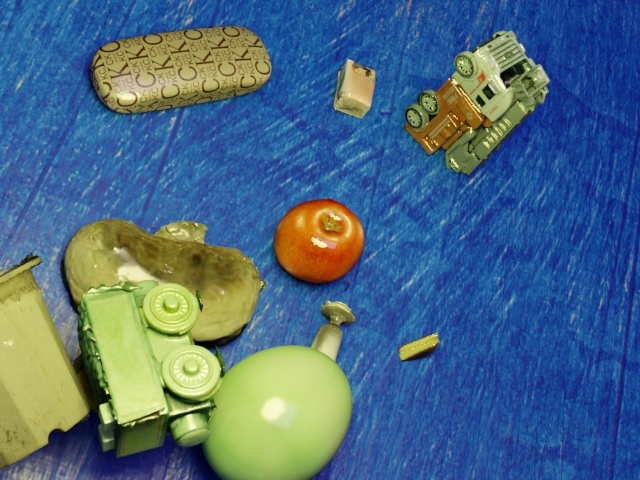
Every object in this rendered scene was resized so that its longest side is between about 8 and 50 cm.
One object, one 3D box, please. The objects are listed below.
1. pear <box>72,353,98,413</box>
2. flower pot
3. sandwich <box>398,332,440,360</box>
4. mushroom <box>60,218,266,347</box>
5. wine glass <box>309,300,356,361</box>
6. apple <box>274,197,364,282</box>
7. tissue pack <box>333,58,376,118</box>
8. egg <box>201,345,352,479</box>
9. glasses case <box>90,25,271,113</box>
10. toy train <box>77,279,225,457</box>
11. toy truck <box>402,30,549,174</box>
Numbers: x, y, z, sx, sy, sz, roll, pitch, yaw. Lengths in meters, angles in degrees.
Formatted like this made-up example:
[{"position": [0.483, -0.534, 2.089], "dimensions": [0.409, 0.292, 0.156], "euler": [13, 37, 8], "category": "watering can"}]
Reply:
[{"position": [-0.336, 0.224, 1.711], "dimensions": [0.131, 0.107, 0.107], "euler": [27, 56, -33], "category": "pear"}, {"position": [-0.483, 0.188, 1.582], "dimensions": [0.290, 0.290, 0.259], "euler": [-33, 98, -33], "category": "flower pot"}, {"position": [0.188, 0.201, 2.007], "dimensions": [0.083, 0.044, 0.031], "euler": [-22, 67, 12], "category": "sandwich"}, {"position": [-0.255, 0.060, 1.809], "dimensions": [0.344, 0.130, 0.247], "euler": [22, 63, -15], "category": "mushroom"}, {"position": [0.007, 0.188, 1.910], "dimensions": [0.072, 0.072, 0.155], "euler": [29, 57, -10], "category": "wine glass"}, {"position": [0.000, 0.000, 1.950], "dimensions": [0.163, 0.139, 0.163], "euler": [9, 66, -21], "category": "apple"}, {"position": [0.069, -0.305, 2.174], "dimensions": [0.074, 0.059, 0.094], "euler": [19, 61, -19], "category": "tissue pack"}, {"position": [-0.069, 0.286, 1.735], "dimensions": [0.220, 0.220, 0.269], "euler": [50, 52, 3], "category": "egg"}, {"position": [-0.257, -0.323, 2.013], "dimensions": [0.354, 0.085, 0.137], "euler": [-15, 75, -31], "category": "glasses case"}, {"position": [-0.257, 0.186, 1.608], "dimensions": [0.188, 0.159, 0.272], "euler": [-12, 60, -21], "category": "toy train"}, {"position": [0.318, -0.270, 2.108], "dimensions": [0.133, 0.338, 0.184], "euler": [-33, 84, -33], "category": "toy truck"}]
